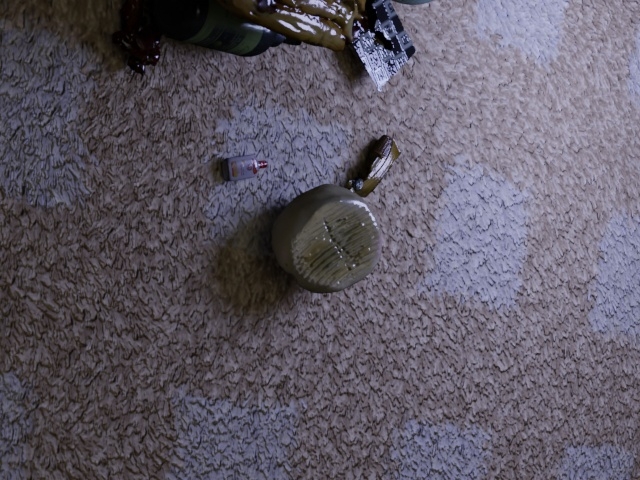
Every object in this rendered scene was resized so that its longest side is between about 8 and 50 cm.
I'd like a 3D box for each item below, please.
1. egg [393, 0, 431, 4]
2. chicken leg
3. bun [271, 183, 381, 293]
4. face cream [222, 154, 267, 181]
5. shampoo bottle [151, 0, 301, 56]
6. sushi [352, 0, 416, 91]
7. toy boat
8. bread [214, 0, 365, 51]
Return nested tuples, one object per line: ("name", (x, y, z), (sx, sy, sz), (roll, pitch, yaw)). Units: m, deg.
("egg", (0.148, -0.593, 2.052), (0.229, 0.230, 0.371), (-6, 87, -38))
("chicken leg", (-0.283, -0.365, 1.834), (0.089, 0.048, 0.219), (-5, 95, -41))
("bun", (0.000, 0.000, 2.032), (0.193, 0.128, 0.178), (-34, 113, -20))
("face cream", (-0.126, -0.123, 1.988), (0.083, 0.021, 0.040), (-13, 101, -38))
("shampoo bottle", (-0.142, -0.350, 1.899), (0.283, 0.101, 0.101), (3, 90, -56))
("sushi", (0.087, -0.383, 2.139), (0.139, 0.031, 0.201), (-46, 116, -35))
("toy boat", (0.092, -0.130, 2.147), (0.049, 0.047, 0.149), (46, 62, -16))
("bread", (-0.072, -0.436, 1.813), (0.324, 0.277, 0.167), (6, 126, -52))
